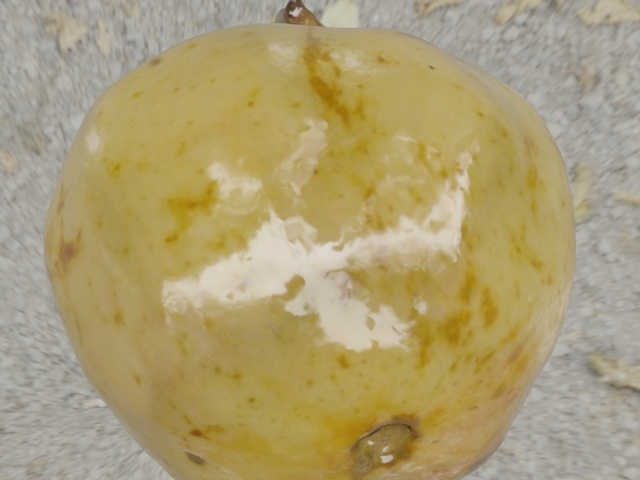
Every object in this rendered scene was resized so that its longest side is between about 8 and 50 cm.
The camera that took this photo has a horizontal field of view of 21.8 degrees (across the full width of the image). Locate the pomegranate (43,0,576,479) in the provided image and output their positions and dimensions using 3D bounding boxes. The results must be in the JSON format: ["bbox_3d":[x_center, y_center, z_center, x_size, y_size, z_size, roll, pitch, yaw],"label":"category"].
[{"bbox_3d":[0.000,0.000,1.043,0.342,0.342,0.342,0,84,-5],"label":"pomegranate"}]
